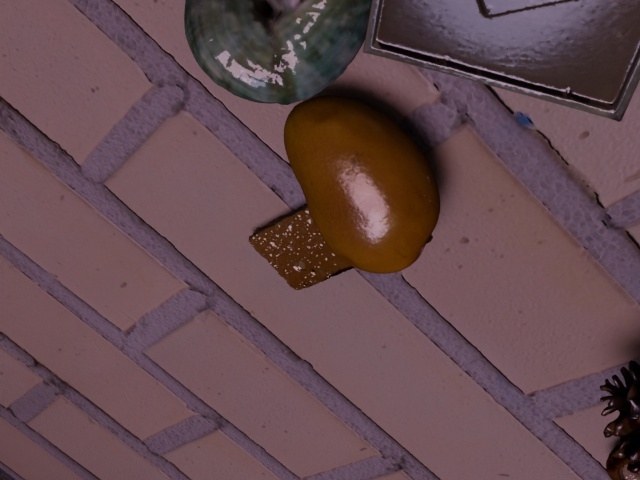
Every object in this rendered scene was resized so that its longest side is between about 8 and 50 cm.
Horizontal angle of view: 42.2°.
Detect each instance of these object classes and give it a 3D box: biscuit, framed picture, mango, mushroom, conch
[{"bbox_3d":[0.000,0.000,1.263,0.231,0.025,0.131,-23,116,42],"label":"biscuit"},{"bbox_3d":[0.196,-0.244,0.832,0.289,0.016,0.213,16,135,8],"label":"framed picture"},{"bbox_3d":[0.060,-0.073,1.078,0.175,0.139,0.254,-15,116,25],"label":"mango"},{"bbox_3d":[0.515,0.359,1.309,0.123,0.052,0.123,10,137,10],"label":"mushroom"},{"bbox_3d":[-0.054,-0.264,0.942,0.277,0.195,0.220,0,104,58],"label":"conch"}]

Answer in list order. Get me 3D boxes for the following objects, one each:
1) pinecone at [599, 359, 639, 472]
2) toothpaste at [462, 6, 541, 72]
[{"bbox_3d":[0.506,0.261,1.086,0.292,0.246,0.246,25,138,16],"label":"pinecone"},{"bbox_3d":[0.193,-0.328,0.813,0.081,0.067,0.337,11,135,15],"label":"toothpaste"}]
